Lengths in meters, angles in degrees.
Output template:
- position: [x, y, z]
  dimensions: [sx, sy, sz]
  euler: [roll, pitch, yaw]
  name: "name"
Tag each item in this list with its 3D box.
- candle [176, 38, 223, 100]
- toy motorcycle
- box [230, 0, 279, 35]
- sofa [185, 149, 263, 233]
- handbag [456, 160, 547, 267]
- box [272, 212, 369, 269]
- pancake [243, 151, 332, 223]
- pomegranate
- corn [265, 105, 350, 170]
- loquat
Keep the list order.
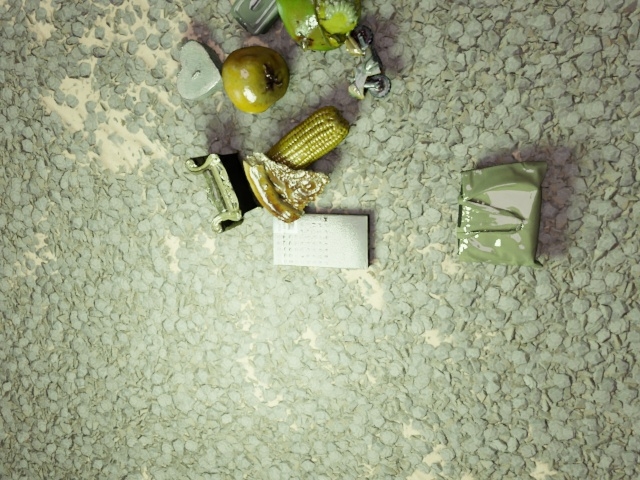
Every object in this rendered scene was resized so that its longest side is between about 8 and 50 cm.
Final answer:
- position: [-0.383, -0.546, 1.892]
  dimensions: [0.168, 0.068, 0.193]
  euler: [17, 107, 15]
  name: "candle"
- position: [0.123, -0.525, 1.744]
  dimensions: [0.129, 0.094, 0.229]
  euler: [-21, 85, 23]
  name: "toy motorcycle"
- position: [-0.177, -0.723, 1.785]
  dimensions: [0.124, 0.093, 0.172]
  euler: [47, 109, 4]
  name: "box"
- position: [-0.334, -0.158, 1.890]
  dimensions: [0.181, 0.200, 0.259]
  euler: [-20, 97, 16]
  name: "sofa"
- position: [0.530, -0.075, 1.712]
  dimensions: [0.253, 0.109, 0.316]
  euler: [2, 108, 19]
  name: "handbag"
- position: [0.000, -0.001, 1.907]
  dimensions: [0.324, 0.047, 0.181]
  euler: [2, 102, 16]
  name: "box"
- position: [-0.091, -0.172, 1.796]
  dimensions: [0.244, 0.057, 0.266]
  euler: [-14, 124, 15]
  name: "pancake"
- position: [0.004, -0.708, 1.667]
  dimensions: [0.260, 0.260, 0.341]
  euler: [8, 71, 14]
  name: "pomegranate"
- position: [-0.066, -0.286, 1.827]
  dimensions: [0.344, 0.131, 0.131]
  euler: [-37, 90, 20]
  name: "corn"
- position: [-0.195, -0.492, 1.784]
  dimensions: [0.212, 0.213, 0.213]
  euler: [3, 102, 15]
  name: "loquat"
